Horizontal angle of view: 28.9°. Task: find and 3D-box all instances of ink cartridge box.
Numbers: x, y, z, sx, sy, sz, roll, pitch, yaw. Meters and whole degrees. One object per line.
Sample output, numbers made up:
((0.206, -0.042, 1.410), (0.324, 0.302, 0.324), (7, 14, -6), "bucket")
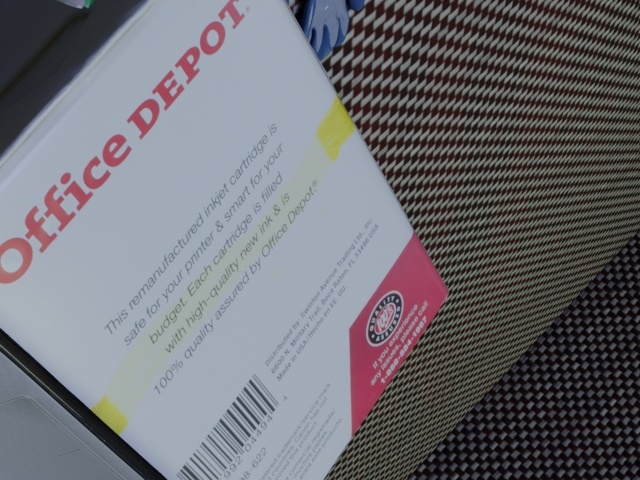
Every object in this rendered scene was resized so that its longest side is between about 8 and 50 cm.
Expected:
((-0.104, 0.008, 0.827), (0.279, 0.160, 0.385), (-52, 137, -20), "ink cartridge box")

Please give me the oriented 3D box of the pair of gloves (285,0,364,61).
((-0.025, -0.192, 1.068), (0.198, 0.023, 0.159), (-38, 153, -33), "pair of gloves")

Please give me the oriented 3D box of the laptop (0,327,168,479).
((-0.303, 0.239, 0.668), (0.407, 0.236, 0.382), (-19, 136, 17), "laptop")

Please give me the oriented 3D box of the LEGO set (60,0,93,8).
((-0.127, -0.266, 0.509), (0.255, 0.192, 0.331), (-75, -172, -53), "LEGO set")
